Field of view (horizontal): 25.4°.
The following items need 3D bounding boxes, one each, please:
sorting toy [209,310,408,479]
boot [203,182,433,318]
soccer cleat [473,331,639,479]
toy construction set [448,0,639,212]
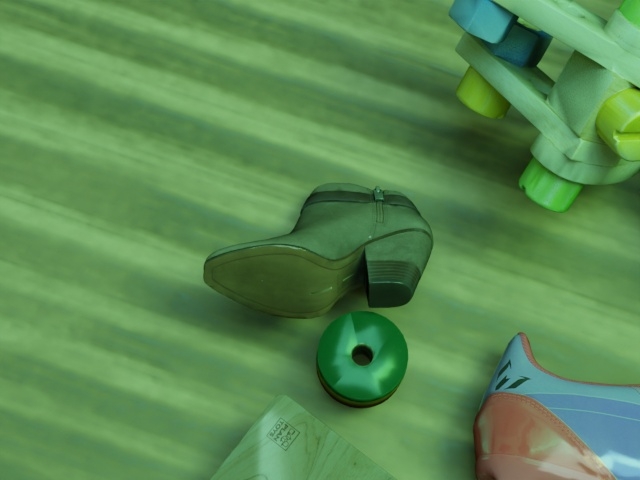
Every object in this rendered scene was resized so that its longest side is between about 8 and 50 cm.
[{"bbox_3d":[-0.014,0.175,0.688,0.132,0.046,0.274,36,74,8],"label":"sorting toy"},{"bbox_3d":[0.000,0.000,0.730,0.118,0.042,0.087,8,33,-8],"label":"boot"},{"bbox_3d":[0.199,0.114,0.703,0.248,0.083,0.095,12,68,4],"label":"soccer cleat"},{"bbox_3d":[0.212,-0.017,0.675,0.215,0.151,0.327,-4,54,-50],"label":"toy construction set"}]
